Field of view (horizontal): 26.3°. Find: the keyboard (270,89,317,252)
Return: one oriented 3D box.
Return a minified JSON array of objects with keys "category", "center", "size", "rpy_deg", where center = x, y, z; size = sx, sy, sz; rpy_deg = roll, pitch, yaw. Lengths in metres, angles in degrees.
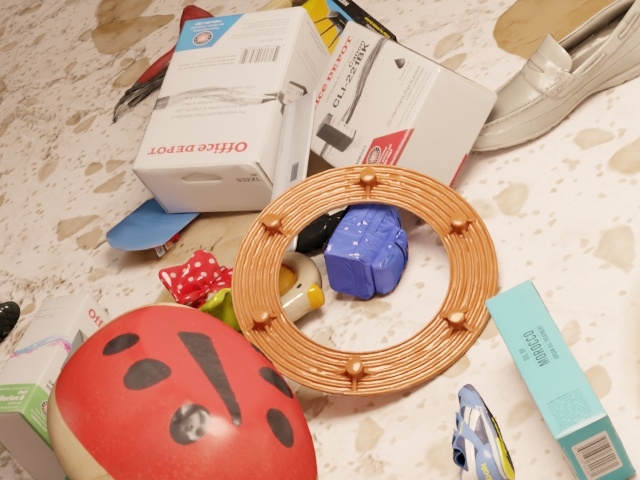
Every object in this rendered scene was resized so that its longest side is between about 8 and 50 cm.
[{"category":"keyboard","center":[-0.042,-0.095,1.981],"size":[0.072,0.014,0.256],"rpy_deg":[-17,58,46]}]

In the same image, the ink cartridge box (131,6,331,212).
[{"category":"ink cartridge box","center":[-0.134,-0.201,2.142],"size":[0.223,0.129,0.307],"rpy_deg":[-2,55,26]}]

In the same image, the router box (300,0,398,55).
[{"category":"router box","center":[0.026,-0.333,2.272],"size":[0.133,0.046,0.179],"rpy_deg":[-40,56,-9]}]

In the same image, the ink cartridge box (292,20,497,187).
[{"category":"ink cartridge box","center":[0.097,-0.176,1.940],"size":[0.197,0.114,0.273],"rpy_deg":[-63,33,9]}]

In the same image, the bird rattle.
[{"category":"bird rattle","center":[-0.097,0.084,1.871],"size":[0.207,0.143,0.253],"rpy_deg":[-22,20,-5]}]

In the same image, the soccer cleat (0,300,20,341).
[{"category":"soccer cleat","center":[-0.532,0.170,2.139],"size":[0.179,0.060,0.072],"rpy_deg":[-43,44,-4]}]

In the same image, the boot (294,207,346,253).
[{"category":"boot","center":[0.000,0.000,1.925],"size":[0.099,0.045,0.121],"rpy_deg":[-15,32,22]}]

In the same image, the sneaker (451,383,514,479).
[{"category":"sneaker","center":[0.167,0.215,1.510],"size":[0.059,0.053,0.144],"rpy_deg":[-28,33,10]}]

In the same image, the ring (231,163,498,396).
[{"category":"ring","center":[0.053,0.038,1.713],"size":[0.337,0.032,0.336],"rpy_deg":[-4,58,7]}]

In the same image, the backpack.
[{"category":"backpack","center":[0.068,0.008,1.816],"size":[0.101,0.098,0.120],"rpy_deg":[16,54,14]}]

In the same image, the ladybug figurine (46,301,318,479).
[{"category":"ladybug figurine","center":[-0.149,0.202,1.568],"size":[0.449,0.305,0.161],"rpy_deg":[45,124,57]}]

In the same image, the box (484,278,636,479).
[{"category":"box","center":[0.254,0.154,1.473],"size":[0.060,0.100,0.244],"rpy_deg":[-28,34,5]}]

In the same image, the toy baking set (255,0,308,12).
[{"category":"toy baking set","center":[-0.100,-0.342,2.350],"size":[0.256,0.196,0.030],"rpy_deg":[-38,76,-14]}]

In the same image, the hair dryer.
[{"category":"hair dryer","center":[-0.279,-0.353,2.568],"size":[0.224,0.080,0.293],"rpy_deg":[-7,41,34]}]

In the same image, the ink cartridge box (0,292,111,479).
[{"category":"ink cartridge box","center":[-0.347,0.199,1.855],"size":[0.093,0.154,0.212],"rpy_deg":[-9,40,31]}]

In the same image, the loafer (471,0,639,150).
[{"category":"loafer","center":[0.327,-0.236,1.896],"size":[0.319,0.111,0.112],"rpy_deg":[-32,34,1]}]

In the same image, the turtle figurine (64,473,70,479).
[{"category":"turtle figurine","center":[-0.273,0.317,1.690],"size":[0.234,0.118,0.175],"rpy_deg":[-81,15,-50]}]

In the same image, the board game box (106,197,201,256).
[{"category":"board game box","center":[-0.255,-0.019,2.163],"size":[0.133,0.033,0.169],"rpy_deg":[8,37,38]}]
